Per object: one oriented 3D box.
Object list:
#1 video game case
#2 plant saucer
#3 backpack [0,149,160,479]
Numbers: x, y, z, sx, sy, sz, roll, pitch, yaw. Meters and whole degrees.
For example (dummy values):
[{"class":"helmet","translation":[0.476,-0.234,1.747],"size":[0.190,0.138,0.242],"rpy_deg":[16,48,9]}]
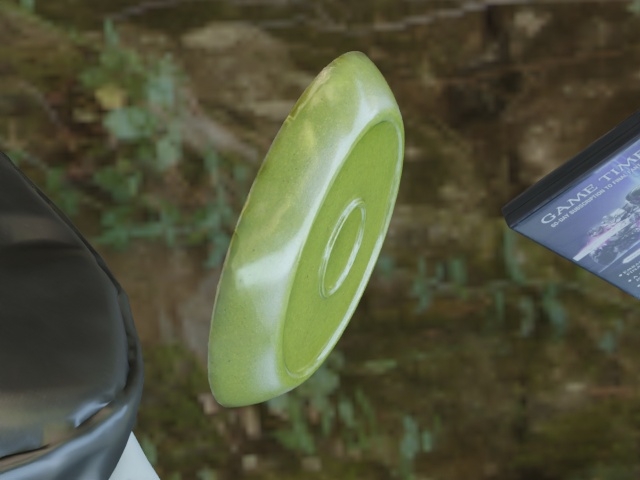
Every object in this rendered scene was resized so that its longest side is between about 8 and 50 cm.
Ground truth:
[{"class":"video game case","translation":[0.298,-0.030,1.539],"size":[0.196,0.274,0.026],"rpy_deg":[-37,-128,23]},{"class":"plant saucer","translation":[0.000,0.000,1.197],"size":[0.241,0.037,0.241],"rpy_deg":[-58,162,-32]},{"class":"backpack","translation":[-0.170,0.129,0.588],"size":[0.290,0.273,0.355],"rpy_deg":[41,-63,43]}]
